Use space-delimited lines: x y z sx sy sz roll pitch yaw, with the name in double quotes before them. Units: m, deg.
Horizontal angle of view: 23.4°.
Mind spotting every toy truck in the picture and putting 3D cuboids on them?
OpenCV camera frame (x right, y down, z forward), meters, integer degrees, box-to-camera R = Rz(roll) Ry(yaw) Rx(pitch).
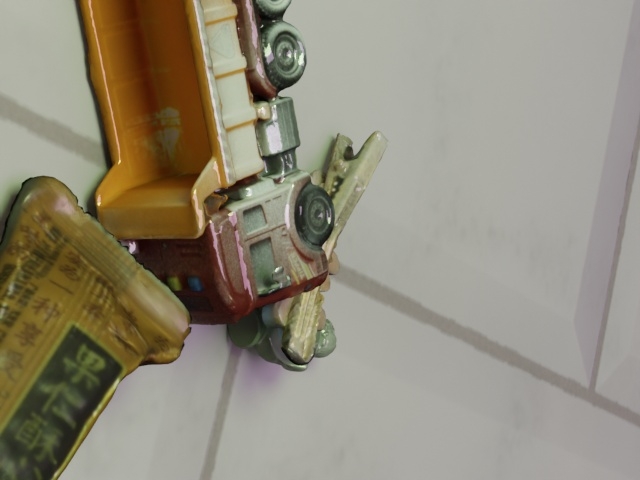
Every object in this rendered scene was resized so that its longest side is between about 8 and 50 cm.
"toy truck" -0.078 -0.085 0.987 0.135 0.114 0.270 -24 108 -48

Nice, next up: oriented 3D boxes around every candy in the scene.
"candy" -0.177 0.094 0.884 0.143 0.101 0.271 44 52 -20

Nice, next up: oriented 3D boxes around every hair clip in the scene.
"hair clip" -0.005 0.001 1.111 0.062 0.056 0.214 46 49 -31

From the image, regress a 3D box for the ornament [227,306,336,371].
"ornament" -0.023 0.065 1.115 0.092 0.041 0.068 37 41 -32
